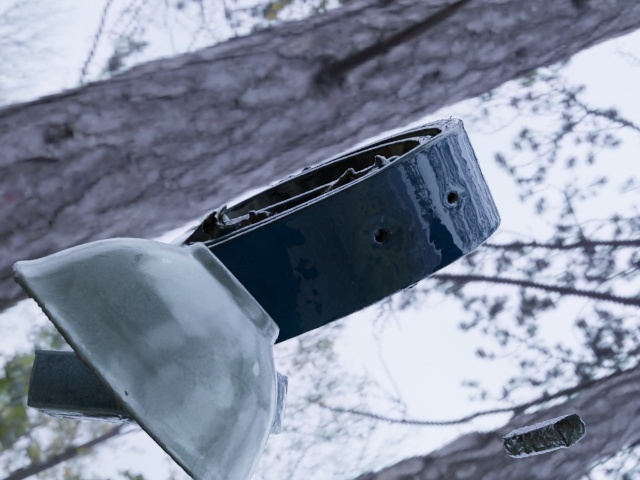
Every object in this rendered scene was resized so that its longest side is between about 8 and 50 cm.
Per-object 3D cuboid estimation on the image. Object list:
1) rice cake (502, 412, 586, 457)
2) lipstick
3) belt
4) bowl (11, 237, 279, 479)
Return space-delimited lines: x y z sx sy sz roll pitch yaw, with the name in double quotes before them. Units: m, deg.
"rice cake" 0.249 0.220 1.357 0.033 0.033 0.207 62 -15 8
"lipstick" -0.179 0.168 1.343 0.290 0.076 0.077 1 -109 20
"belt" 0.002 0.000 1.504 0.437 0.300 0.173 -21 -80 -1
"bowl" -0.128 0.089 1.129 0.146 0.313 0.313 -44 -113 -6
